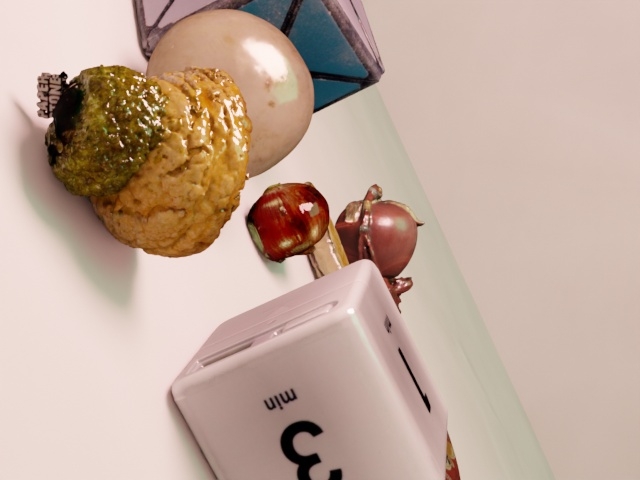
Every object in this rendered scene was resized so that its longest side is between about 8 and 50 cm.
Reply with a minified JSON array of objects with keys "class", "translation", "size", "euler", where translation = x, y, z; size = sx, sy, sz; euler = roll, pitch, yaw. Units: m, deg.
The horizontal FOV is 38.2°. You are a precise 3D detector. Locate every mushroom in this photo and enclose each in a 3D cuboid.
[{"class":"mushroom","translation":[-0.117,-0.168,1.114],"size":[0.204,0.204,0.204],"euler":[59,15,-26]}]

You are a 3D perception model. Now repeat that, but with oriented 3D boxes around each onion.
[{"class":"onion","translation":[-0.039,-0.027,1.273],"size":[0.119,0.118,0.117],"euler":[60,10,-21]}]

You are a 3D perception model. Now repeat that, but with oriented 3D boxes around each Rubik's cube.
[{"class":"Rubik's cube","translation":[-0.089,-0.323,1.273],"size":[0.259,0.260,0.255],"euler":[43,26,-52]}]

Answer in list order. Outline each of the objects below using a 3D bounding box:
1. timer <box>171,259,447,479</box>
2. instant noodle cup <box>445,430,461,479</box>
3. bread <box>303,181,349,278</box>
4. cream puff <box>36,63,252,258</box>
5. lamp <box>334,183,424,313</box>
[{"class":"timer","translation":[-0.001,0.158,0.903],"size":[0.195,0.192,0.194],"euler":[63,14,-9]},{"class":"instant noodle cup","translation":[0.110,0.267,1.349],"size":[0.274,0.090,0.274],"euler":[59,14,-25]},{"class":"bread","translation":[0.000,-0.001,1.482],"size":[0.073,0.053,0.214],"euler":[50,17,-60]},{"class":"cream puff","translation":[-0.171,-0.087,0.821],"size":[0.169,0.183,0.183],"euler":[18,43,-37]},{"class":"lamp","translation":[0.097,0.015,1.667],"size":[0.215,0.151,0.223],"euler":[12,97,-66]}]
